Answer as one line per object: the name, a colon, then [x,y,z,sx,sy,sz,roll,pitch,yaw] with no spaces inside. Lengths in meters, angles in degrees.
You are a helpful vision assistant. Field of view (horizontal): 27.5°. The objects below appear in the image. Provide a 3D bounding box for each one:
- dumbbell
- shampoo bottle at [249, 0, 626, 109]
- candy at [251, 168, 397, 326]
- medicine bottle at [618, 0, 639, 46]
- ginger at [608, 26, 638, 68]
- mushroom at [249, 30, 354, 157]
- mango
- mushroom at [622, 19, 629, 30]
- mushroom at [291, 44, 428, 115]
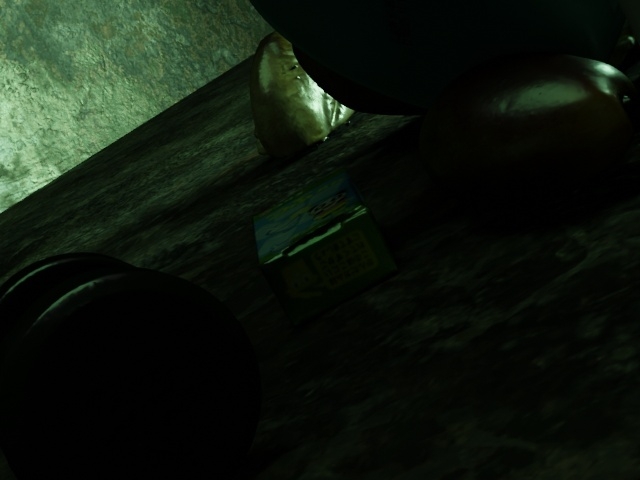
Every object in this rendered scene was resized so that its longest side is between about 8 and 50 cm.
dumbbell: [-0.139,0.087,0.831,0.152,0.152,0.218,-33,13,-16]
shampoo bottle: [0.129,-0.320,1.094,0.331,0.331,0.343,-6,58,60]
candy: [0.000,0.000,1.075,0.097,0.062,0.194,-30,13,3]
medicine bottle: [0.228,-0.161,0.685,0.157,0.289,0.157,-28,13,7]
ginger: [0.266,-0.188,1.259,0.193,0.053,0.176,-12,28,16]
mushroom: [-0.035,-0.217,1.798,0.156,0.151,0.286,-23,14,18]
mango: [0.139,-0.081,0.983,0.133,0.111,0.267,-44,11,-12]
mushroom: [0.270,-0.192,1.192,0.286,0.028,0.026,-49,-6,-22]
mushroom: [0.132,-0.315,1.436,0.331,0.356,0.334,-2,-5,33]
